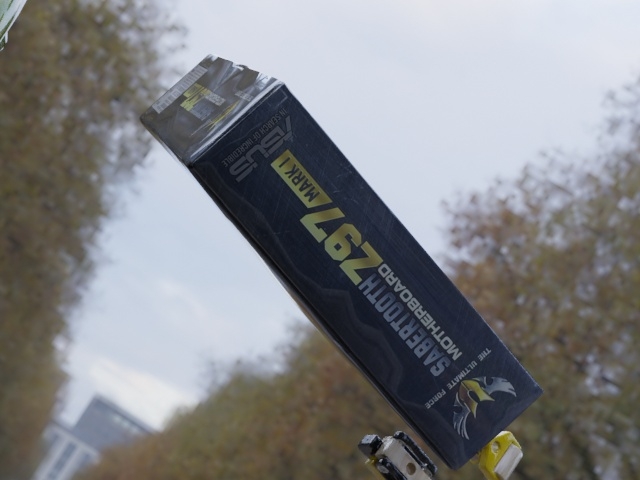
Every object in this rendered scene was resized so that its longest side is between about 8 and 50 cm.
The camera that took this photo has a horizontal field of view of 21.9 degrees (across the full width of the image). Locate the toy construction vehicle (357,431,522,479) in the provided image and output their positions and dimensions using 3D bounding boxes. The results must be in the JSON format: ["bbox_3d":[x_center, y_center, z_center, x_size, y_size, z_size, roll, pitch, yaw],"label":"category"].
[{"bbox_3d":[0.061,0.109,0.907,0.098,0.086,0.035,48,-32,-21],"label":"toy construction vehicle"}]

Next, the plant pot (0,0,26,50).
[{"bbox_3d":[-0.318,-0.114,0.632,0.353,0.366,0.366,37,-15,-14],"label":"plant pot"}]

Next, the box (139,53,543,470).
[{"bbox_3d":[0.000,0.000,0.801,0.183,0.059,0.233,48,-2,-15],"label":"box"}]
